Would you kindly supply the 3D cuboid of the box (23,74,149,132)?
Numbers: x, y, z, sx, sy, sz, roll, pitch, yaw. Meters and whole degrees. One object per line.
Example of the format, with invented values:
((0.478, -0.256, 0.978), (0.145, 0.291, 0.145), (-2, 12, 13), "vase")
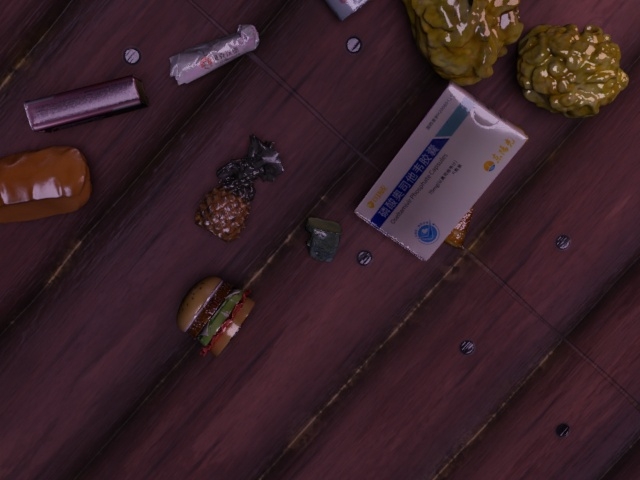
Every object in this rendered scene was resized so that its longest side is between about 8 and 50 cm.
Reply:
((-0.471, -0.276, 1.461), (0.224, 0.120, 0.069), (-14, 98, -2), "box")

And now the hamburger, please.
((-0.231, 0.152, 1.542), (0.137, 0.175, 0.175), (38, 94, -5), "hamburger")

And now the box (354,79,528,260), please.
((0.250, -0.142, 1.529), (0.200, 0.065, 0.343), (34, 113, -6), "box")

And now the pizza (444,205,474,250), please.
((0.292, -0.069, 1.617), (0.178, 0.041, 0.131), (42, 100, -9), "pizza")

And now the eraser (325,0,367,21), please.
((0.042, -0.595, 1.479), (0.174, 0.081, 0.227), (-40, 101, -2), "eraser")

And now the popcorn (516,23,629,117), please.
((0.529, -0.368, 1.522), (0.235, 0.217, 0.181), (-1, 127, -12), "popcorn")

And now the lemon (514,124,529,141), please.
((0.423, -0.227, 1.595), (0.083, 0.062, 0.062), (0, 100, -4), "lemon")

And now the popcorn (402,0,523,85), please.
((0.283, -0.460, 1.467), (0.252, 0.215, 0.286), (-30, 111, -39), "popcorn")

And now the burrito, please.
((-0.222, -0.391, 1.498), (0.203, 0.064, 0.064), (-26, 102, 0), "burrito")

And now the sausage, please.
((-0.591, -0.112, 1.474), (0.241, 0.120, 0.136), (-15, 68, -6), "sausage")

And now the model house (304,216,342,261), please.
((0.000, 0.000, 1.596), (0.079, 0.066, 0.083), (8, 117, -18), "model house")

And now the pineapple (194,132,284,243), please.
((-0.169, -0.115, 1.533), (0.119, 0.111, 0.237), (30, 90, -40), "pineapple")
